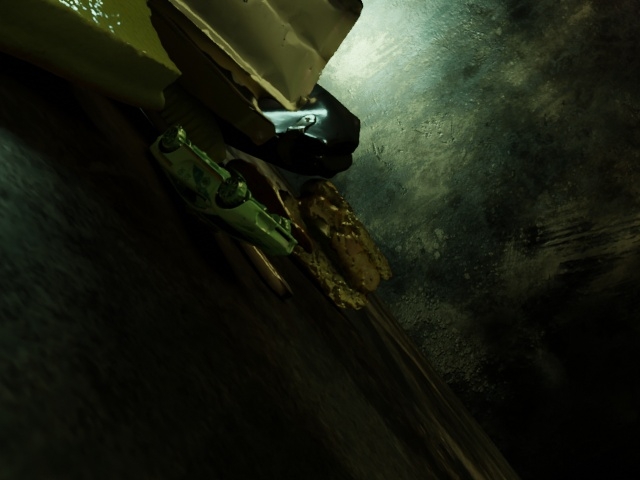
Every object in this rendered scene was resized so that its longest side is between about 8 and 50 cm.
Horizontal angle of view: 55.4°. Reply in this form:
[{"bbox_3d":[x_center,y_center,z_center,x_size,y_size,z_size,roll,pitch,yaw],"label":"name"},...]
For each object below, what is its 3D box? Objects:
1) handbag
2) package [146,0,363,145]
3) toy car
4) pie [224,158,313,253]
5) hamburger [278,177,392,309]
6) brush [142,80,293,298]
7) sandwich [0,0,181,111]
[{"bbox_3d":[-0.099,-0.195,0.923,0.343,0.152,0.288,23,15,-3],"label":"handbag"},{"bbox_3d":[-0.148,-0.246,0.631,0.311,0.164,0.221,37,-31,-27],"label":"package"},{"bbox_3d":[-0.094,-0.040,0.550,0.186,0.058,0.093,39,-4,38],"label":"toy car"},{"bbox_3d":[-0.078,-0.051,0.705,0.191,0.033,0.088,30,-41,47],"label":"pie"},{"bbox_3d":[0.000,0.000,1.010,0.131,0.124,0.262,26,-23,51],"label":"hamburger"},{"bbox_3d":[-0.111,-0.074,0.662,0.312,0.067,0.072,54,3,4],"label":"brush"},{"bbox_3d":[-0.206,-0.218,0.433,0.244,0.063,0.212,64,17,14],"label":"sandwich"}]
